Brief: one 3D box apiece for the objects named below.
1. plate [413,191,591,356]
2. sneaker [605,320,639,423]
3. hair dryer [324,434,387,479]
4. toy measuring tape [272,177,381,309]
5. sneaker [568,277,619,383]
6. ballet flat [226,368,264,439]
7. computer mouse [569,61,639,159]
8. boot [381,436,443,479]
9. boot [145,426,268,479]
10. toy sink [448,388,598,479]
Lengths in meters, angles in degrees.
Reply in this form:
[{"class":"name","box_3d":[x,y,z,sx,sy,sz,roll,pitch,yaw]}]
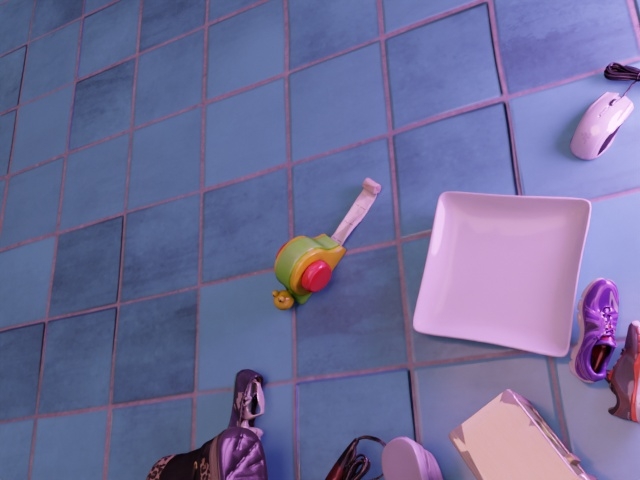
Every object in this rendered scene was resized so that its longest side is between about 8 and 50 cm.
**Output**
[{"class":"plate","box_3d":[0.322,0.053,1.182,0.278,0.045,0.277,6,76,31]},{"class":"sneaker","box_3d":[0.475,0.201,1.032,0.065,0.061,0.158,-1,71,36]},{"class":"hair dryer","box_3d":[0.007,0.480,1.167,0.293,0.080,0.223,-24,34,33]},{"class":"toy measuring tape","box_3d":[0.000,0.000,1.345,0.121,0.121,0.330,36,91,34]},{"class":"sneaker","box_3d":[0.450,0.144,1.050,0.068,0.071,0.170,12,82,-5]},{"class":"ballet flat","box_3d":[-0.148,0.359,1.323,0.074,0.074,0.203,-5,67,28]},{"class":"computer mouse","box_3d":[0.517,-0.231,1.178,0.106,0.042,0.193,34,91,33]},{"class":"boot","box_3d":[0.173,0.452,1.063,0.095,0.123,0.258,-24,53,26]},{"class":"boot","box_3d":[-0.217,0.549,1.203,0.284,0.138,0.377,-27,60,43]},{"class":"toy sink","box_3d":[0.330,0.359,0.999,0.131,0.153,0.234,-41,56,10]}]
